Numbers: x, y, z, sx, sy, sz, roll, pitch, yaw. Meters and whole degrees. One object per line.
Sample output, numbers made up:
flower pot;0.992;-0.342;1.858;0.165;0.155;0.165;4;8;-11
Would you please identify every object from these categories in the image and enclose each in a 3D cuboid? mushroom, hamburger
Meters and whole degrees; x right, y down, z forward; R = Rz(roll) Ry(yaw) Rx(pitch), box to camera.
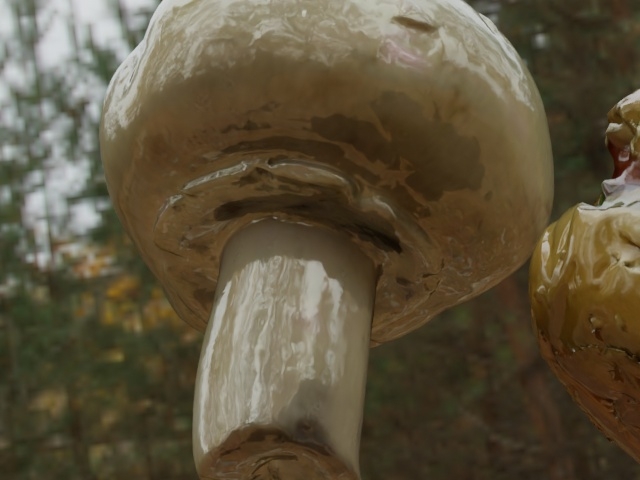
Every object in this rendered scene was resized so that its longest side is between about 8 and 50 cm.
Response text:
mushroom;0.000;0.000;1.104;0.314;0.336;0.314;3;-32;2
hamburger;0.211;0.038;0.829;0.163;0.244;0.244;-49;-6;-6
